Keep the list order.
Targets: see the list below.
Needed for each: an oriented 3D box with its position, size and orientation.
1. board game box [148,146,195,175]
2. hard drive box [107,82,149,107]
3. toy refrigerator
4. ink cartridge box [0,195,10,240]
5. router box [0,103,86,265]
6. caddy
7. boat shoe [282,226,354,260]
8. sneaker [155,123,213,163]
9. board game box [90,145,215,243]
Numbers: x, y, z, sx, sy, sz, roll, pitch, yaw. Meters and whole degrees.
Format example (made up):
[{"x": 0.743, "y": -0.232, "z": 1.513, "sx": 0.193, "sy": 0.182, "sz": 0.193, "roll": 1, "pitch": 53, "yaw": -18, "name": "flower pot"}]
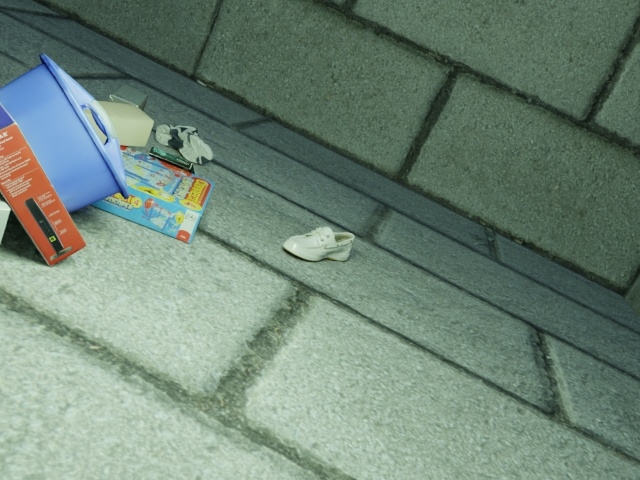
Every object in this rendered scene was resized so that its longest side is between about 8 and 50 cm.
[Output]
[{"x": -0.436, "y": -0.218, "z": 1.940, "sx": 0.126, "sy": 0.026, "sz": 0.186, "roll": 22, "pitch": -12, "yaw": -4, "name": "board game box"}, {"x": -0.618, "y": -0.374, "z": 2.032, "sx": 0.089, "sy": 0.181, "sz": 0.232, "roll": 21, "pitch": 19, "yaw": -15, "name": "hard drive box"}, {"x": -0.601, "y": -0.318, "z": 1.779, "sx": 0.102, "sy": 0.094, "sz": 0.270, "roll": 39, "pitch": 26, "yaw": 29, "name": "toy refrigerator"}, {"x": -0.650, "y": -0.036, "z": 1.117, "sx": 0.176, "sy": 0.127, "sz": 0.128, "roll": 6, "pitch": 26, "yaw": -49, "name": "ink cartridge box"}, {"x": -0.607, "y": -0.153, "z": 1.266, "sx": 0.082, "sy": 0.301, "sz": 0.335, "roll": -33, "pitch": 50, "yaw": -20, "name": "router box"}, {"x": -0.528, "y": -0.220, "z": 1.387, "sx": 0.341, "sy": 0.179, "sz": 0.241, "roll": 63, "pitch": -16, "yaw": -15, "name": "caddy"}, {"x": 0.000, "y": 0.000, "z": 1.946, "sx": 0.098, "sy": 0.096, "sz": 0.277, "roll": 38, "pitch": 22, "yaw": 32, "name": "boat shoe"}, {"x": -0.451, "y": -0.350, "z": 2.330, "sx": 0.235, "sy": 0.094, "sz": 0.153, "roll": 21, "pitch": 24, "yaw": 20, "name": "sneaker"}, {"x": -0.450, "y": -0.133, "z": 1.732, "sx": 0.302, "sy": 0.086, "sz": 0.308, "roll": 22, "pitch": 18, "yaw": -11, "name": "board game box"}]
